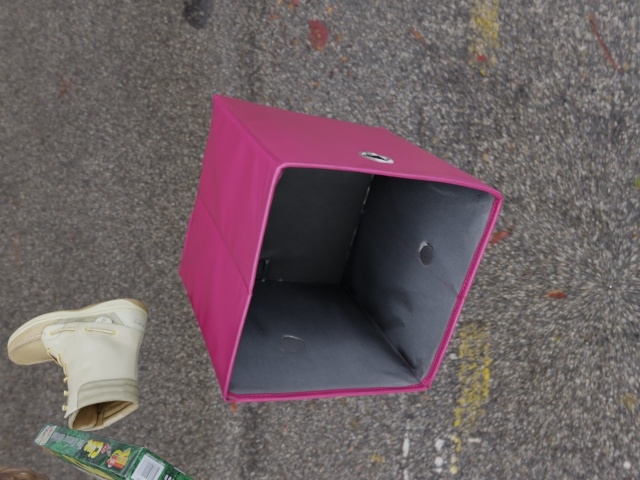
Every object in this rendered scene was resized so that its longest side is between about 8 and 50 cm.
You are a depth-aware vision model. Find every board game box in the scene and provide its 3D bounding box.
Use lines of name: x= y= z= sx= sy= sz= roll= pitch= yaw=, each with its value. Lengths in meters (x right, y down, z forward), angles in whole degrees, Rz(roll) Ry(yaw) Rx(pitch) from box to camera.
board game box: x=-0.180 y=0.229 z=0.545 sx=0.260 sy=0.136 sz=0.030 roll=-15 pitch=35 yaw=49

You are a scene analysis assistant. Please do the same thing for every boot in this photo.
boot: x=-0.420 y=0.222 z=0.953 sx=0.262 sy=0.095 sz=0.203 roll=-14 pitch=52 yaw=5

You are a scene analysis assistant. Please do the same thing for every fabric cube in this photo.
fabric cube: x=0.000 y=0.000 z=0.659 sx=0.258 sy=0.254 sz=0.258 roll=51 pitch=130 yaw=55

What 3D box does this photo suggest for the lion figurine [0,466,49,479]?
lion figurine: x=-0.288 y=0.343 z=0.482 sx=0.142 sy=0.392 sz=0.240 roll=-35 pitch=89 yaw=-10
